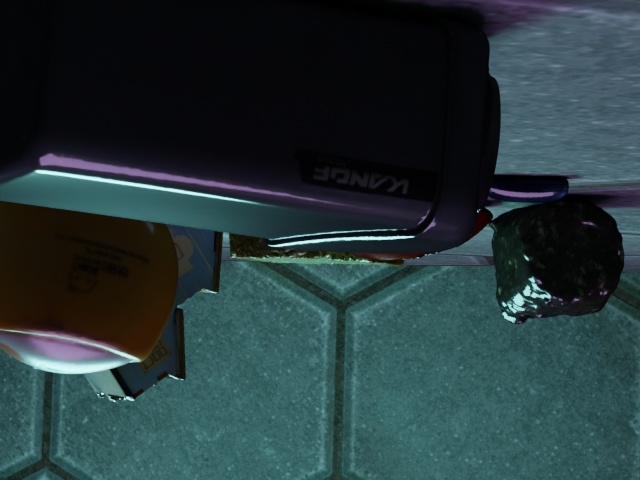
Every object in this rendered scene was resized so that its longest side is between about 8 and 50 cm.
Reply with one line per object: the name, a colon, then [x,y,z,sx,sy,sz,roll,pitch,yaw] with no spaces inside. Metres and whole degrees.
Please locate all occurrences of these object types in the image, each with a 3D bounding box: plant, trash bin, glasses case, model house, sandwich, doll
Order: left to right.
doll: [-0.260,0.036,1.245,0.213,0.213,0.236,4,173,-30]
model house: [-0.225,0.033,1.453,0.206,0.271,0.178,-36,-167,-25]
trash bin: [-0.036,-0.053,0.565,0.236,0.101,0.176,7,176,-30]
sandwich: [0.000,0.000,1.680,0.214,0.065,0.186,1,177,17]
glasses case: [0.188,-0.046,1.145,0.083,0.023,0.033,1,178,5]
plant: [0.256,0.023,1.367,0.129,0.132,0.194,-4,174,-3]

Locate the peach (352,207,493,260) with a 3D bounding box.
peach: [0.095,-0.014,1.401,0.189,0.068,0.279,-3,175,25]
